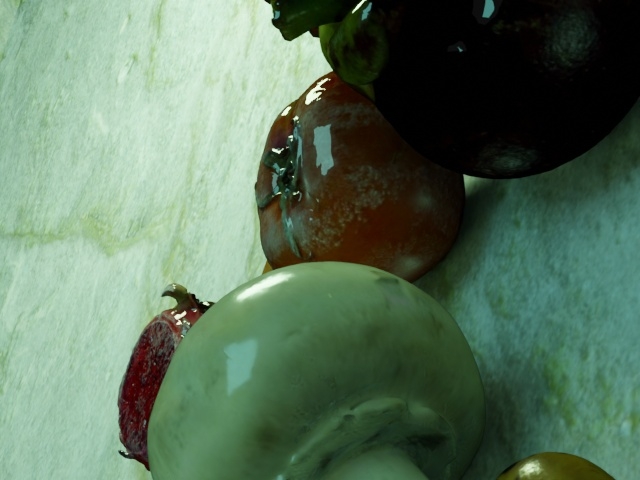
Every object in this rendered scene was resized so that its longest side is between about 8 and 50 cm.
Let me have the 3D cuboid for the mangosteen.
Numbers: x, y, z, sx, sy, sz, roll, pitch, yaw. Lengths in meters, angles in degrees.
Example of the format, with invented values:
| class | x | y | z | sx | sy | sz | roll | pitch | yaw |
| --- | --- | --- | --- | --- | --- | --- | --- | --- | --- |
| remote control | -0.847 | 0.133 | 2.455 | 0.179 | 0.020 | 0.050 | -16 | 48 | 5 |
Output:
| class | x | y | z | sx | sy | sz | roll | pitch | yaw |
| --- | --- | --- | --- | --- | --- | --- | --- | --- | --- |
| mangosteen | 0.145 | -0.211 | 1.498 | 0.297 | 0.313 | 0.297 | -22 | 49 | 27 |

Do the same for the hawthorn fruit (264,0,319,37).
| class | x | y | z | sx | sy | sz | roll | pitch | yaw |
| --- | --- | --- | --- | --- | --- | --- | --- | --- | --- |
| hawthorn fruit | 0.056 | -0.367 | 1.946 | 0.300 | 0.254 | 0.254 | -46 | 28 | 16 |

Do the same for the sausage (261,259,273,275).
| class | x | y | z | sx | sy | sz | roll | pitch | yaw |
| --- | --- | --- | --- | --- | --- | --- | --- | --- | --- |
| sausage | 0.000 | 0.000 | 1.830 | 0.238 | 0.098 | 0.098 | -62 | 24 | -5 |

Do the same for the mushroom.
| class | x | y | z | sx | sy | sz | roll | pitch | yaw |
| --- | --- | --- | --- | --- | --- | --- | --- | --- | --- |
| mushroom | 0.033 | 0.192 | 1.395 | 0.336 | 0.314 | 0.314 | 44 | 105 | 38 |

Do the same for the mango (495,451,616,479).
| class | x | y | z | sx | sy | sz | roll | pitch | yaw |
| --- | --- | --- | --- | --- | --- | --- | --- | --- | --- |
| mango | 0.181 | 0.222 | 1.234 | 0.115 | 0.090 | 0.178 | -55 | 31 | 11 |

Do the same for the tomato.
| class | x | y | z | sx | sy | sz | roll | pitch | yaw |
| --- | --- | --- | --- | --- | --- | --- | --- | --- | --- |
| tomato | 0.041 | -0.048 | 1.683 | 0.232 | 0.188 | 0.232 | -170 | 90 | -69 |

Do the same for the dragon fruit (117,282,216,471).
| class | x | y | z | sx | sy | sz | roll | pitch | yaw |
| --- | --- | --- | --- | --- | --- | --- | --- | --- | --- |
| dragon fruit | -0.134 | 0.160 | 1.854 | 0.211 | 0.147 | 0.282 | -63 | 23 | -5 |
